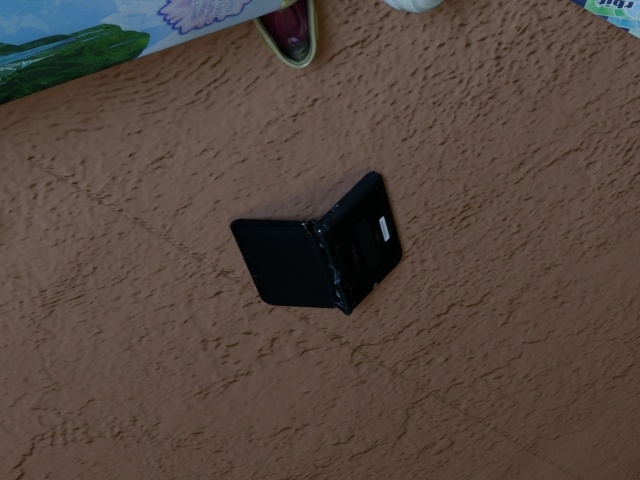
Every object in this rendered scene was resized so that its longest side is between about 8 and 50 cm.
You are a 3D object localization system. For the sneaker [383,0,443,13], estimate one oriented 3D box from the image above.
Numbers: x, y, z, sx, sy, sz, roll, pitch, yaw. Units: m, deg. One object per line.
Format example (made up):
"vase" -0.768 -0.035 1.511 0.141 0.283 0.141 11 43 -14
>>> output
"sneaker" 0.130 -0.229 0.806 0.110 0.118 0.292 -31 164 -51

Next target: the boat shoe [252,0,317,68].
"boat shoe" -0.027 -0.163 0.895 0.050 0.045 0.135 -23 143 4

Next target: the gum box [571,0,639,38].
"gum box" 0.244 -0.204 0.907 0.157 0.041 0.184 22 142 -23

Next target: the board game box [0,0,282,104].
"board game box" -0.133 -0.169 0.620 0.318 0.066 0.318 -23 162 -23

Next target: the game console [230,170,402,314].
"game console" 0.000 0.000 1.138 0.107 0.071 0.122 -45 147 -18
